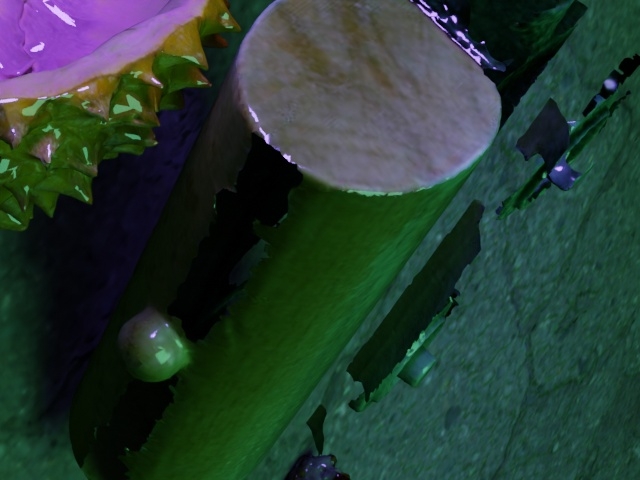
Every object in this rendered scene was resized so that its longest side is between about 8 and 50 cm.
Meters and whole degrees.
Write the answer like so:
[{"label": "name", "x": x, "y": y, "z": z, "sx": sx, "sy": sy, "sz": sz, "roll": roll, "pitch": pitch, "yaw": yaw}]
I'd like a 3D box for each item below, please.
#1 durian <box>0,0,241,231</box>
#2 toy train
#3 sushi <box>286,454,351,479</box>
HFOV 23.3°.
[{"label": "durian", "x": -0.113, "y": -0.069, "z": 0.508, "sx": 0.132, "sy": 0.165, "sz": 0.182, "roll": 62, "pitch": 21, "yaw": -16}, {"label": "toy train", "x": 0.005, "y": 0.006, "z": 0.619, "sx": 0.189, "sy": 0.126, "sz": 0.307, "roll": -51, "pitch": 177, "yaw": -40}, {"label": "sushi", "x": 0.015, "y": 0.155, "z": 0.895, "sx": 0.044, "sy": 0.046, "sz": 0.083, "roll": -54, "pitch": 146, "yaw": -16}]
